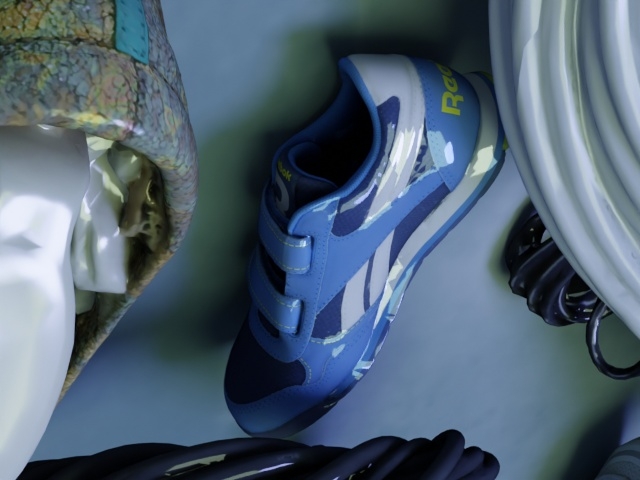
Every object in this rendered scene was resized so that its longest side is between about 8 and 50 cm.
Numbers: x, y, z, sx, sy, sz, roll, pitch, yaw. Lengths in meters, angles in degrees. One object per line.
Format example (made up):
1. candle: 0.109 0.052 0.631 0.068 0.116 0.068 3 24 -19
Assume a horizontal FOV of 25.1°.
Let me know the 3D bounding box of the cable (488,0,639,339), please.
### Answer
1. cable: 0.173 -0.066 0.393 0.257 0.089 0.257 40 122 -5

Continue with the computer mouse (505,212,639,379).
1. computer mouse: 0.217 0.057 0.543 0.188 0.072 0.272 -29 104 34

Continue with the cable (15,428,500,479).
1. cable: -0.033 0.096 0.486 0.184 0.047 0.150 1 162 -20

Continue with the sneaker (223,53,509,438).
1. sneaker: 0.000 0.000 0.463 0.059 0.053 0.144 17 112 -36

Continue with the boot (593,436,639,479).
1. boot: 0.100 0.204 0.680 0.123 0.095 0.258 -9 129 -25

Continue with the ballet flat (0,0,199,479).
1. ballet flat: -0.135 0.069 0.388 0.123 0.123 0.348 12 120 -40
